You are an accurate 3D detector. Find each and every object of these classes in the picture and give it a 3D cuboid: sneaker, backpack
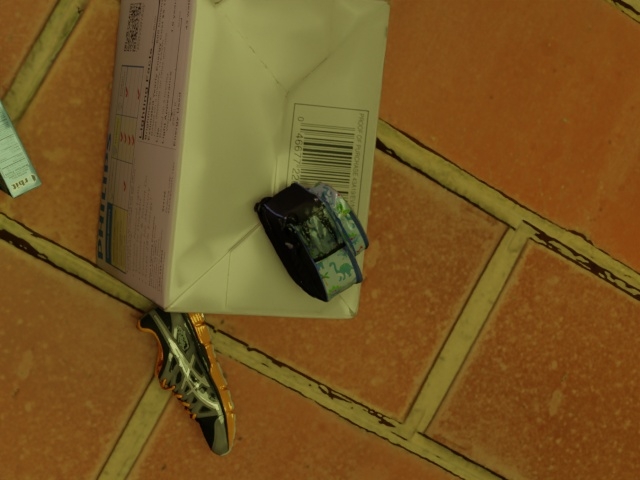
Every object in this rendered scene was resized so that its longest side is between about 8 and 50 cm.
[{"bbox_3d":[-0.164,0.172,2.001,0.083,0.084,0.215,-20,92,-12],"label":"sneaker"},{"bbox_3d":[0.000,0.000,1.639,0.084,0.105,0.114,-30,110,-13],"label":"backpack"}]

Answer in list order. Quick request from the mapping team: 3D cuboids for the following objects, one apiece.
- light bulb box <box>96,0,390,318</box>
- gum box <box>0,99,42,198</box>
[{"bbox_3d":[-0.103,-0.110,1.838,0.225,0.361,0.358,5,95,-20],"label":"light bulb box"},{"bbox_3d":[-0.390,-0.144,1.852,0.041,0.157,0.184,-27,103,-14],"label":"gum box"}]
